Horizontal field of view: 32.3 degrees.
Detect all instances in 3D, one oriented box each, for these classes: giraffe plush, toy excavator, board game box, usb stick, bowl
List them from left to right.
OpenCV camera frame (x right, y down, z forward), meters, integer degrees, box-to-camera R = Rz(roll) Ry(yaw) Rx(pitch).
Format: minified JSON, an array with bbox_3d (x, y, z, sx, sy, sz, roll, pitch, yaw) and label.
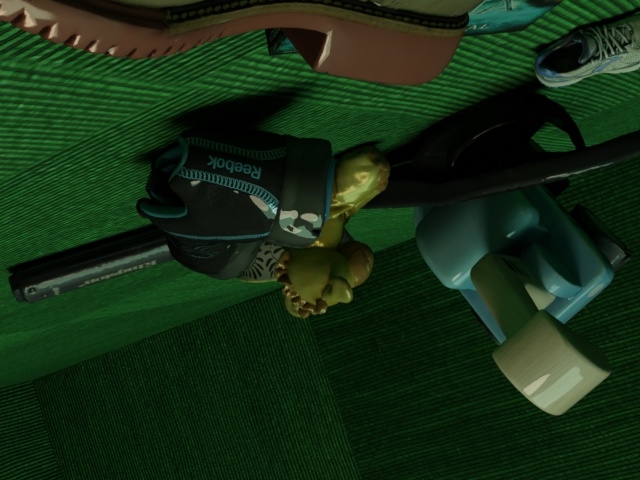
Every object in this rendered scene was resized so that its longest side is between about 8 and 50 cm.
[{"bbox_3d":[-0.244,0.019,1.369,0.278,0.045,0.077,-17,175,-11],"label":"usb stick"},{"bbox_3d":[-0.040,-0.010,1.473,0.170,0.080,0.170,-13,-167,3],"label":"bowl"},{"bbox_3d":[0.000,0.000,1.333,0.210,0.171,0.181,-18,174,-4],"label":"giraffe plush"},{"bbox_3d":[0.068,-0.152,0.689,0.186,0.026,0.126,-9,175,-15],"label":"board game box"},{"bbox_3d":[0.245,0.039,1.435,0.222,0.433,0.445,-45,153,18],"label":"toy excavator"}]

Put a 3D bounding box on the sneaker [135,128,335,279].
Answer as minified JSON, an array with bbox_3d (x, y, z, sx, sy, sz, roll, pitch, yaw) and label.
[{"bbox_3d":[-0.104,-0.045,1.033,0.139,0.125,0.341,12,166,-19],"label":"sneaker"}]

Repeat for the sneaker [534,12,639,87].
[{"bbox_3d":[0.269,-0.183,1.063,0.135,0.052,0.058,-21,169,23],"label":"sneaker"}]

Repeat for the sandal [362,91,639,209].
[{"bbox_3d":[0.183,-0.108,1.324,0.167,0.107,0.445,-20,-171,-38],"label":"sandal"}]

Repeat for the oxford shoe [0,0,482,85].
[{"bbox_3d":[-0.035,-0.141,0.370,0.348,0.123,0.130,-8,142,-55],"label":"oxford shoe"}]
